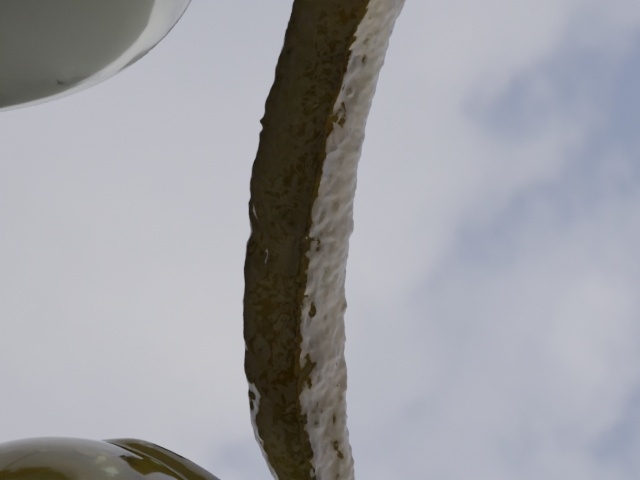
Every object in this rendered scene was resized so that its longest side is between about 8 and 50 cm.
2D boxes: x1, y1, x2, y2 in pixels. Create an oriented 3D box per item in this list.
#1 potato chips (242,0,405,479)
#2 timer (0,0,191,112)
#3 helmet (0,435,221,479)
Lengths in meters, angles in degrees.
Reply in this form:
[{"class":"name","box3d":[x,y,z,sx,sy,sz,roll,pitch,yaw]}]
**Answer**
[{"class":"potato chips","box3d":[0.000,0.000,1.134,0.080,0.057,0.407,14,-71,23]},{"class":"timer","box3d":[-0.147,-0.105,0.605,0.233,0.233,0.240,-6,-116,21]},{"class":"helmet","box3d":[-0.063,0.173,0.764,0.140,0.205,0.257,-28,-81,10]}]
